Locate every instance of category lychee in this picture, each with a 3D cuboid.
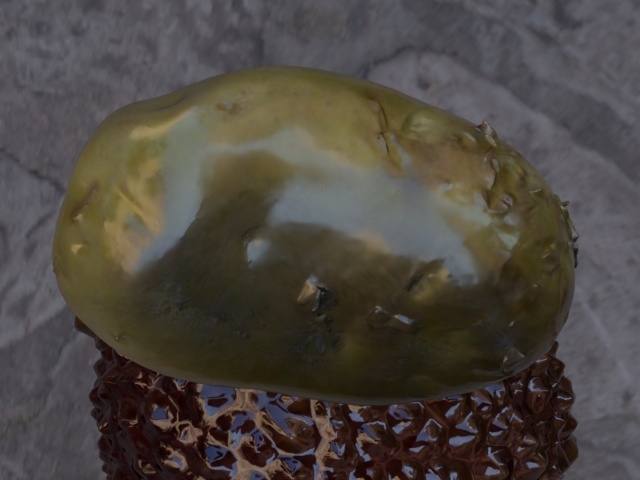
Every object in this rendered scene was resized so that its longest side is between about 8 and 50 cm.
[{"bbox_3d":[-0.002,0.092,0.859,0.304,0.275,0.275,21,67,11],"label":"lychee"}]

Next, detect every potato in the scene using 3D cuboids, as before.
[{"bbox_3d":[0.000,0.000,0.392,0.138,0.091,0.070,13,31,-13],"label":"potato"}]
